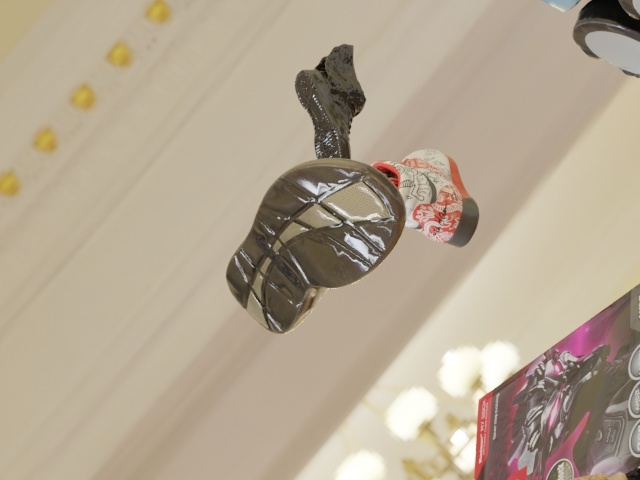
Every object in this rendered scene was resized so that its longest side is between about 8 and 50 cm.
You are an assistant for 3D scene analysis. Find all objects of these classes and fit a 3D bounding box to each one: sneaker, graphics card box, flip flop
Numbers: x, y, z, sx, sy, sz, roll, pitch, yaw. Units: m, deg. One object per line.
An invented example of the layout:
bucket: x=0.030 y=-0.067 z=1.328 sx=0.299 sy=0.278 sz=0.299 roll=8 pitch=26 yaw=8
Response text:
sneaker: x=0.025 y=-0.158 z=2.047 sx=0.089 sy=0.170 sz=0.051 roll=-6 pitch=-21 yaw=-40
graphics card box: x=0.302 y=0.218 z=1.888 sx=0.371 sy=0.094 sz=0.233 roll=-42 pitch=31 yaw=48
flip flop: x=0.000 y=0.000 z=1.469 sx=0.080 sy=0.112 sz=0.277 roll=-35 pitch=-8 yaw=-31
sneaker: x=0.120 y=-0.085 z=2.387 sx=0.145 sy=0.270 sz=0.090 roll=21 pitch=-72 yaw=-21

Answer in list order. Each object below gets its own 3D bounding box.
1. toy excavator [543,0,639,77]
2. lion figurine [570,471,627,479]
toy excavator: x=0.185 y=-0.353 z=1.385 sx=0.433 sy=0.445 sz=0.222 roll=133 pitch=162 yaw=-79
lion figurine: x=0.155 y=0.370 z=1.325 sx=0.392 sy=0.240 sz=0.142 roll=-42 pitch=-18 yaw=27
